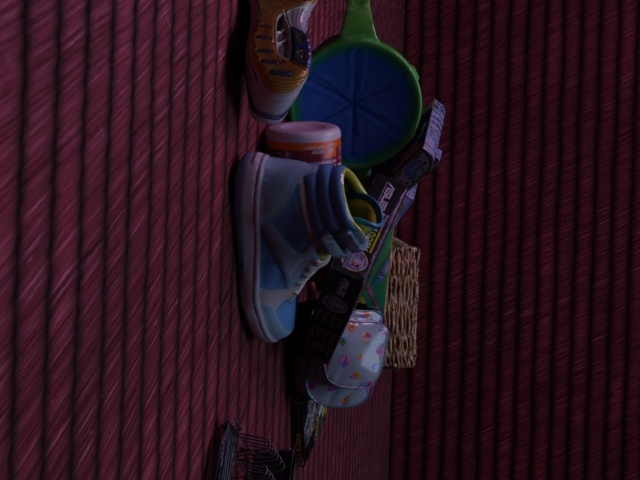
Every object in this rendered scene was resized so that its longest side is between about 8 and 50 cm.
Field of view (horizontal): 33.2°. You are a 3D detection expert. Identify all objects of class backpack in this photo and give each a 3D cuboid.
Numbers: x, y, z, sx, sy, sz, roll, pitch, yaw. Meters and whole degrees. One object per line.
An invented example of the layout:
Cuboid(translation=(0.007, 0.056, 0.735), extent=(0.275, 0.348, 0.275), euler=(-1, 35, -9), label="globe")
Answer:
Cuboid(translation=(0.033, 0.213, 1.962), extent=(0.144, 0.166, 0.188), euler=(23, -75, 61), label="backpack")

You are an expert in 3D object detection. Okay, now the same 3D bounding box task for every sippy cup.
Cuboid(translation=(0.058, -0.273, 1.934), extent=(0.305, 0.240, 0.224), euler=(-50, -164, 18), label="sippy cup")

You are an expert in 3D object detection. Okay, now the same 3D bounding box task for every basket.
Cuboid(translation=(0.082, 0.148, 2.484), extent=(0.213, 0.223, 0.299), euler=(8, 83, -47), label="basket")

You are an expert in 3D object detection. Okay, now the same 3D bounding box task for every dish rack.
Cuboid(translation=(-0.100, 0.371, 1.516), extent=(0.271, 0.074, 0.208), euler=(71, 22, -64), label="dish rack")

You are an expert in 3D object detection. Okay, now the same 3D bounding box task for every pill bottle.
Cuboid(translation=(-0.027, -0.073, 1.710), extent=(0.121, 0.121, 0.221), euler=(-58, 148, -71), label="pill bottle")

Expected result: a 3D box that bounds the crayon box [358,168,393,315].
Cuboid(translation=(0.083, -0.005, 2.122), extent=(0.165, 0.081, 0.278), euler=(-108, -160, -59), label="crayon box")

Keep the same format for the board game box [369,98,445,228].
Cuboid(translation=(0.152, -0.125, 1.912), extent=(0.194, 0.060, 0.194), euler=(-43, -158, 42), label="board game box")

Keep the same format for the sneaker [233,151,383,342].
Cuboid(translation=(-0.011, 0.024, 1.566), extent=(0.127, 0.208, 0.319), euler=(-76, 166, -54), label="sneaker")

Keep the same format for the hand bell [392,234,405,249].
Cuboid(translation=(0.069, 0.079, 2.303), extent=(0.242, 0.126, 0.126), euler=(-61, 171, 4), label="hand bell")

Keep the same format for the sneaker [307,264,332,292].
Cuboid(translation=(0.001, 0.000, 1.908), extent=(0.314, 0.116, 0.136), euler=(72, 24, -65), label="sneaker")

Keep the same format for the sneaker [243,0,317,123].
Cuboid(translation=(-0.069, -0.302, 1.552), extent=(0.131, 0.112, 0.296), euler=(115, -14, -54), label="sneaker")

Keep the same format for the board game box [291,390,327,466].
Cuboid(translation=(-0.019, 0.327, 2.116), extent=(0.260, 0.030, 0.136), euler=(-55, 144, -73), label="board game box")

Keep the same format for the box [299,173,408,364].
Cuboid(translation=(0.053, 0.051, 1.787), extent=(0.270, 0.060, 0.216), euler=(109, 6, -52), label="box")
